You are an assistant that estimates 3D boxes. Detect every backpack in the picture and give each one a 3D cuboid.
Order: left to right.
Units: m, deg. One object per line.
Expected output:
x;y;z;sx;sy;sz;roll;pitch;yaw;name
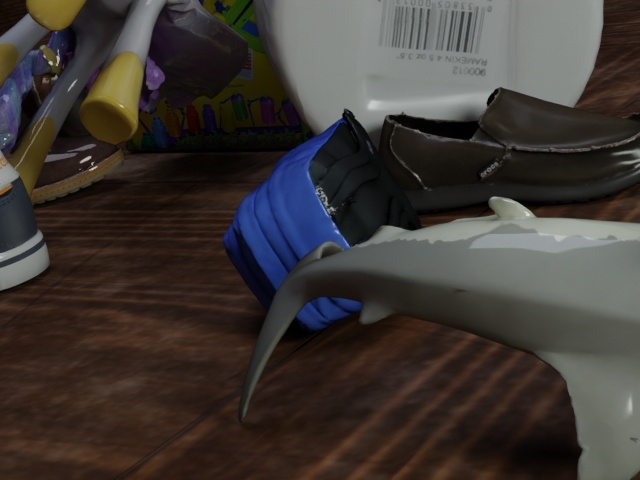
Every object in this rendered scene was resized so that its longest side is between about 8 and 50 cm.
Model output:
0.000;0.000;0.678;0.101;0.098;0.120;-37;8;19;backpack

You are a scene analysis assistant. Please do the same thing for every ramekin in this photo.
0.084;-0.180;0.927;0.277;0.277;0.135;-10;23;2;ramekin

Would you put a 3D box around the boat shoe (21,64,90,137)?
-0.317;-0.137;1.320;0.116;0.123;0.324;-21;8;-14;boat shoe

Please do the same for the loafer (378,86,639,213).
0.139;-0.069;0.841;0.220;0.078;0.080;-7;17;12;loafer

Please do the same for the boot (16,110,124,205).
-0.325;-0.134;1.129;0.248;0.207;0.090;-9;16;6;boot

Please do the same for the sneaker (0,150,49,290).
-0.370;-0.009;0.893;0.321;0.128;0.126;-11;18;4;sneaker

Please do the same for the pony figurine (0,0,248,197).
-0.176;-0.202;0.997;0.351;0.303;0.363;-23;33;50;pony figurine

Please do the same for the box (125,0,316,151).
-0.072;-0.248;1.229;0.290;0.279;0.177;3;21;38;box

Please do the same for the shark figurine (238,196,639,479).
0.084;0.043;0.480;0.278;0.116;0.166;2;-15;14;shark figurine
